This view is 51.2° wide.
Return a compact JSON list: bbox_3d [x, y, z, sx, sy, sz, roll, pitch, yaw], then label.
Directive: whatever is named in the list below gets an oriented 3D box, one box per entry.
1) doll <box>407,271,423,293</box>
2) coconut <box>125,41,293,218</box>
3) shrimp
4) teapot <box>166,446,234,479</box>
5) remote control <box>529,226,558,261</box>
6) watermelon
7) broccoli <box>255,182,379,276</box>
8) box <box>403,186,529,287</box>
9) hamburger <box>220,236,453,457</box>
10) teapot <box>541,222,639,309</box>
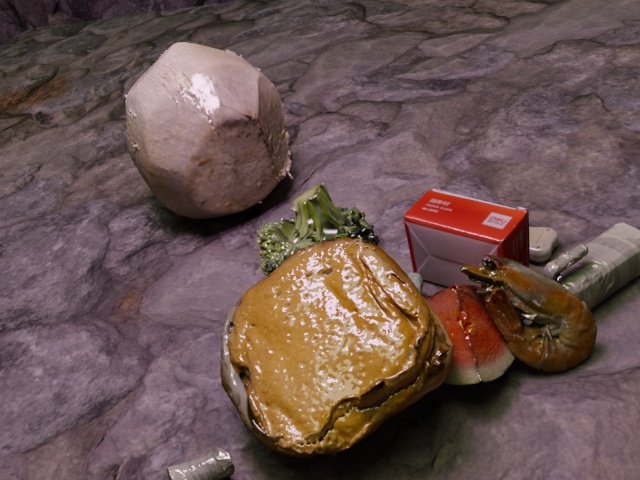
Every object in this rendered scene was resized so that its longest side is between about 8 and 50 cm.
[{"bbox_3d":[0.068,0.103,1.046,0.214,0.071,0.103,-21,35,-9],"label":"doll"},{"bbox_3d":[-0.242,-0.240,1.408,0.346,0.346,0.360,-26,44,-16],"label":"coconut"},{"bbox_3d":[0.277,0.097,0.899,0.115,0.217,0.051,-57,6,-12],"label":"shrimp"},{"bbox_3d":[-0.156,0.304,0.874,0.083,0.057,0.067,-23,6,-20],"label":"teapot"},{"bbox_3d":[0.334,0.000,1.127,0.122,0.032,0.074,13,44,35],"label":"remote control"},{"bbox_3d":[0.201,0.141,0.934,0.193,0.137,0.145,-15,65,5],"label":"watermelon"},{"bbox_3d":[0.001,0.002,1.126,0.198,0.176,0.226,15,60,43],"label":"broccoli"},{"bbox_3d":[0.235,0.005,1.070,0.182,0.133,0.099,16,43,38],"label":"box"},{"bbox_3d":[0.013,0.148,0.892,0.318,0.158,0.319,-16,50,20],"label":"hamburger"},{"bbox_3d":[0.394,0.042,0.982,0.200,0.107,0.077,-29,42,-19],"label":"teapot"}]
